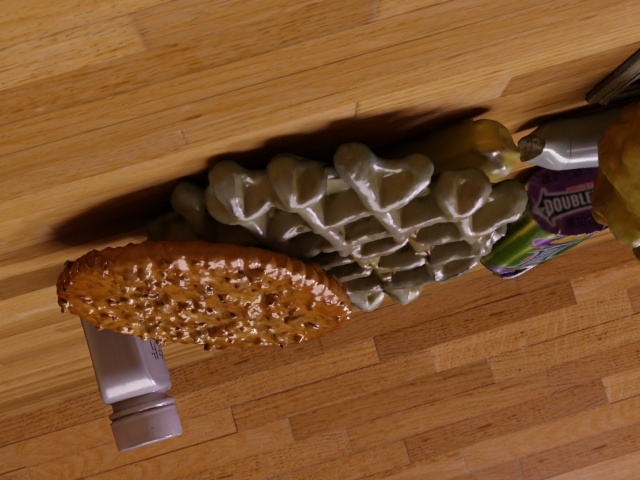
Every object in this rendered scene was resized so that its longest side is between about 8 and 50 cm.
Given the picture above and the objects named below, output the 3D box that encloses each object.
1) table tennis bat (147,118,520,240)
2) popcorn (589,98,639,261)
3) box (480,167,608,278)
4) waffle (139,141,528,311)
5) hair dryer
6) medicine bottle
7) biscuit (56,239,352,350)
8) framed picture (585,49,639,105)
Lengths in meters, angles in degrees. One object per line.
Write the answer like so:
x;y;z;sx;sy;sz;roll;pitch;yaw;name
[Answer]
0.007;-0.035;1.169;0.369;0.054;0.224;-18;167;33;table tennis bat
0.320;-0.044;1.124;0.155;0.197;0.197;-45;173;-2;popcorn
0.291;-0.026;1.669;0.134;0.097;0.345;-16;173;-7;box
0.000;0.000;1.096;0.292;0.056;0.309;5;159;-25;waffle
0.273;-0.096;1.320;0.206;0.075;0.237;-8;179;-11;hair dryer
-0.190;0.110;1.278;0.069;0.183;0.119;-15;172;-1;medicine bottle
-0.097;0.053;1.096;0.254;0.035;0.254;2;160;1;biscuit
0.388;-0.176;1.071;0.293;0.018;0.231;-16;173;-9;framed picture
